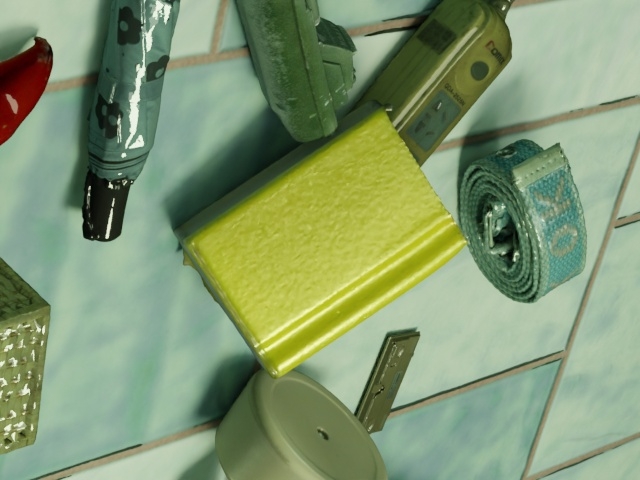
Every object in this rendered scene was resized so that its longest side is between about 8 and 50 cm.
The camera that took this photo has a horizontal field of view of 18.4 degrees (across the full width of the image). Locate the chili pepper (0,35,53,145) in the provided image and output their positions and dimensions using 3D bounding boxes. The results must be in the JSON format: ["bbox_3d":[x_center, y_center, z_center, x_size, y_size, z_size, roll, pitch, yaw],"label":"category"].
[{"bbox_3d":[-0.347,-0.075,1.395,0.368,0.092,0.137,-10,110,-51],"label":"chili pepper"}]

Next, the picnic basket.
[{"bbox_3d":[-0.317,0.069,1.444,0.154,0.196,0.134,-16,133,-38],"label":"picnic basket"}]

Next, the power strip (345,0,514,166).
[{"bbox_3d":[0.059,-0.087,1.824,0.387,0.066,0.092,-51,147,1],"label":"power strip"}]

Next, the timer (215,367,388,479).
[{"bbox_3d":[-0.084,0.272,1.947,0.266,0.175,0.175,-45,148,21],"label":"timer"}]

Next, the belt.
[{"bbox_3d":[0.198,-0.018,1.972,0.082,0.148,0.163,-29,111,-24],"label":"belt"}]

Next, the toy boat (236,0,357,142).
[{"bbox_3d":[-0.022,-0.188,1.631,0.085,0.078,0.260,-23,140,-7],"label":"toy boat"}]

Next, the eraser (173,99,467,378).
[{"bbox_3d":[0.000,0.000,1.748,0.226,0.069,0.158,-33,109,-5],"label":"eraser"}]

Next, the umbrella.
[{"bbox_3d":[-0.154,-0.110,1.581,0.053,0.052,0.250,-2,123,-25],"label":"umbrella"}]

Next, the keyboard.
[{"bbox_3d":[0.068,0.152,2.092,0.049,0.015,0.129,-11,129,-48],"label":"keyboard"}]
